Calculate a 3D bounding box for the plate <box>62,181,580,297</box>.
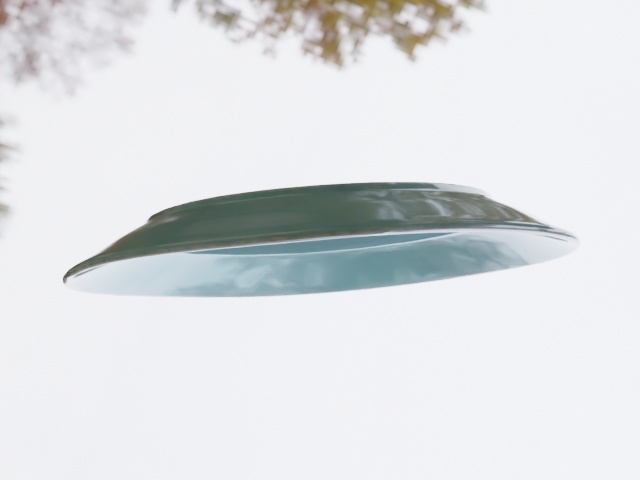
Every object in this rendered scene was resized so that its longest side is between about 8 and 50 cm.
[{"bbox_3d":[0.000,0.000,0.638,0.188,0.188,0.024,-14,-103,55],"label":"plate"}]
